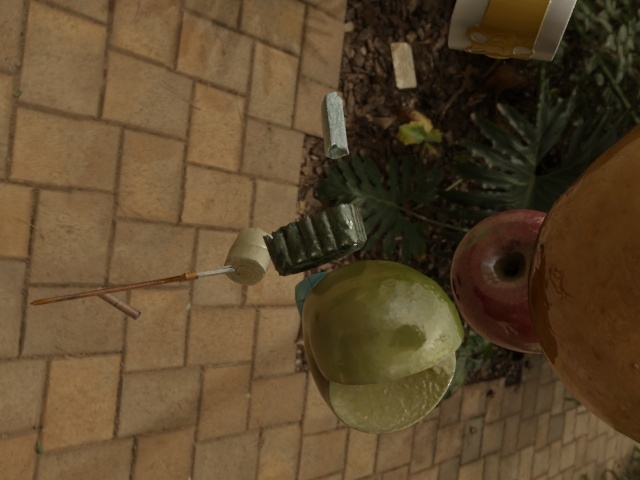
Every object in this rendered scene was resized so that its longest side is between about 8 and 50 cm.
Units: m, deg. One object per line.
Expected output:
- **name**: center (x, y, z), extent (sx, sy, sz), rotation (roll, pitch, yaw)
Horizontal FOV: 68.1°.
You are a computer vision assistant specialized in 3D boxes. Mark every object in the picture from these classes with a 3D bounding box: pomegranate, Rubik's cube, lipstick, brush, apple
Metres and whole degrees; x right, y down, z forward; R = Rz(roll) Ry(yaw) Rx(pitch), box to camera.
- **pomegranate**: center (0.353, 0.038, 0.374), extent (0.338, 0.338, 0.338), rotation (-6, 99, -40)
- **Rubik's cube**: center (0.018, 0.212, 1.632), extent (0.254, 0.254, 0.254), rotation (-6, 99, -40)
- **lipstick**: center (-0.390, 0.121, 0.910), extent (0.094, 0.019, 0.019), rotation (33, 71, -1)
- **brush**: center (-0.306, 0.076, 0.794), extent (0.314, 0.090, 0.017), rotation (-8, 85, -25)
- **apple**: center (0.103, 0.175, 0.820), extent (0.254, 0.292, 0.292), rotation (-19, 109, -16)
- **apple**: center (0.462, 0.098, 1.065), extent (0.269, 0.345, 0.344), rotation (37, 72, -42)

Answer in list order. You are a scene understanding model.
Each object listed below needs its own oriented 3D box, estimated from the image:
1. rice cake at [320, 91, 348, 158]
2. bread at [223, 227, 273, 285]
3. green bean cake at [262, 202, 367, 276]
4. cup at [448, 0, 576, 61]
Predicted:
- **rice cake**: center (0.038, -0.333, 1.390), extent (0.063, 0.069, 0.206), rotation (1, 71, -16)
- **bread**: center (-0.224, 0.049, 1.501), extent (0.134, 0.148, 0.141), rotation (34, 43, -21)
- **green bean cake**: center (0.000, 0.000, 0.922), extent (0.173, 0.181, 0.094), rotation (-8, 77, -79)
- **cup**: center (0.396, -0.462, 0.996), extent (0.185, 0.226, 0.241), rotation (-67, 163, -7)
